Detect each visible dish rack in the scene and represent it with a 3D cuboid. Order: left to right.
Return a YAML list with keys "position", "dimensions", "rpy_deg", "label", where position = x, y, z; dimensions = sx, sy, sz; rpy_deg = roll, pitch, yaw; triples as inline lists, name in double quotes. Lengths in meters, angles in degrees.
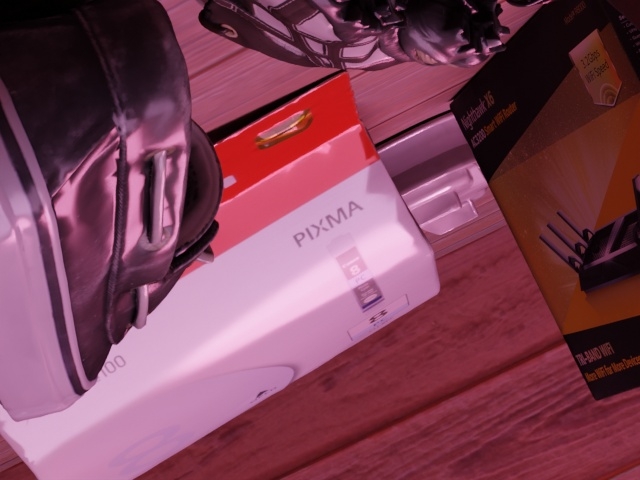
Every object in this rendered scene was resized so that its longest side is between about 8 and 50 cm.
- position: [0.000, 0.000, 1.556]
  dimensions: [0.333, 0.072, 0.285]
  rpy_deg: [-27, 174, 8]
  label: "dish rack"

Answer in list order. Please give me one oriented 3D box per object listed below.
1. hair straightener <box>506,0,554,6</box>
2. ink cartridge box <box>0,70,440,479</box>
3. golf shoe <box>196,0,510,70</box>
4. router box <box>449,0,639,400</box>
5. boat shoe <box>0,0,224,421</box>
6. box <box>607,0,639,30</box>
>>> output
- position: [0.161, -0.157, 0.955]
  dimensions: [0.089, 0.047, 0.230]
  rpy_deg: [-30, 169, 37]
  label: "hair straightener"
- position: [-0.077, 0.047, 1.227]
  dimensions: [0.308, 0.091, 0.385]
  rpy_deg: [-31, 168, -1]
  label: "ink cartridge box"
- position: [-0.013, -0.088, 0.587]
  dimensions: [0.094, 0.077, 0.198]
  rpy_deg: [-6, 167, 23]
  label: "golf shoe"
- position: [0.206, -0.035, 1.224]
  dimensions: [0.081, 0.243, 0.309]
  rpy_deg: [-24, 174, -15]
  label: "router box"
- position: [-0.094, -0.006, 0.767]
  dimensions: [0.119, 0.121, 0.335]
  rpy_deg: [-20, 172, -9]
  label: "boat shoe"
- position: [0.267, -0.158, 0.591]
  dimensions: [0.381, 0.143, 0.191]
  rpy_deg: [-19, 148, -39]
  label: "box"
